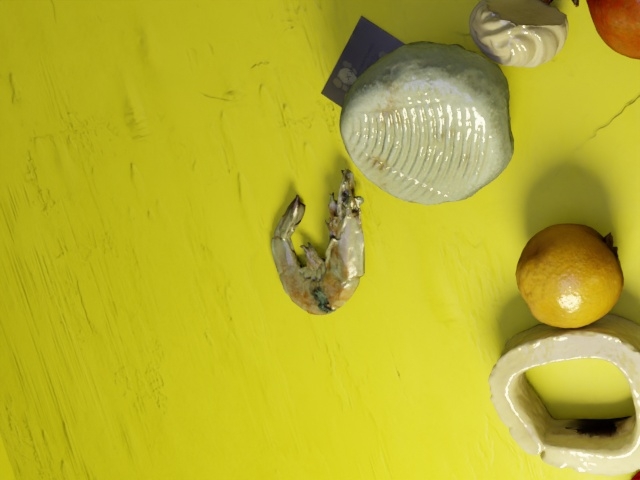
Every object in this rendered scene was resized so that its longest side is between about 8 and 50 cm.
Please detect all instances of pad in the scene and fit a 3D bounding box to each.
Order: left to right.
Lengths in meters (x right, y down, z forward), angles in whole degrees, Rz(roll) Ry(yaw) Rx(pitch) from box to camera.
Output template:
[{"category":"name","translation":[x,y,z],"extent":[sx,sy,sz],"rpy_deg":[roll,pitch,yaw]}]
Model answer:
[{"category":"pad","translation":[0.092,-0.359,1.784],"extent":[0.127,0.004,0.190],"rpy_deg":[36,114,14]}]

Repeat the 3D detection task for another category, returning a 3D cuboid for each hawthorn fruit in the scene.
[{"category":"hawthorn fruit","translation":[0.549,-0.443,1.442],"extent":[0.224,0.224,0.260],"rpy_deg":[-46,57,27]}]

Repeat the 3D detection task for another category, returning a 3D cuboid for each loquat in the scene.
[{"category":"loquat","translation":[0.474,0.065,1.599],"extent":[0.208,0.208,0.207],"rpy_deg":[6,105,24]}]

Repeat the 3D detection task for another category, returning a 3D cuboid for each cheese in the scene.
[{"category":"cheese","translation":[0.508,0.303,1.668],"extent":[0.332,0.153,0.292],"rpy_deg":[-7,99,28]}]

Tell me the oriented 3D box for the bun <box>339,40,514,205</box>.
[{"category":"bun","translation":[0.207,-0.235,1.642],"extent":[0.355,0.194,0.354],"rpy_deg":[12,134,12]}]

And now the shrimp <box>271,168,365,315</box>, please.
[{"category":"shrimp","translation":[0.000,0.000,1.882],"extent":[0.247,0.085,0.360],"rpy_deg":[27,116,24]}]

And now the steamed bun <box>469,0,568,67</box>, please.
[{"category":"steamed bun","translation":[0.362,-0.384,1.567],"extent":[0.183,0.183,0.106],"rpy_deg":[23,132,19]}]

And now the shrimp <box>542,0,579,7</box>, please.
[{"category":"shrimp","translation":[0.426,-0.474,1.543],"extent":[0.095,0.045,0.162],"rpy_deg":[-31,56,30]}]

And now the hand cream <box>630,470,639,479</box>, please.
[{"category":"hand cream","translation":[0.701,0.556,1.646],"extent":[0.230,0.149,0.230],"rpy_deg":[5,103,22]}]
